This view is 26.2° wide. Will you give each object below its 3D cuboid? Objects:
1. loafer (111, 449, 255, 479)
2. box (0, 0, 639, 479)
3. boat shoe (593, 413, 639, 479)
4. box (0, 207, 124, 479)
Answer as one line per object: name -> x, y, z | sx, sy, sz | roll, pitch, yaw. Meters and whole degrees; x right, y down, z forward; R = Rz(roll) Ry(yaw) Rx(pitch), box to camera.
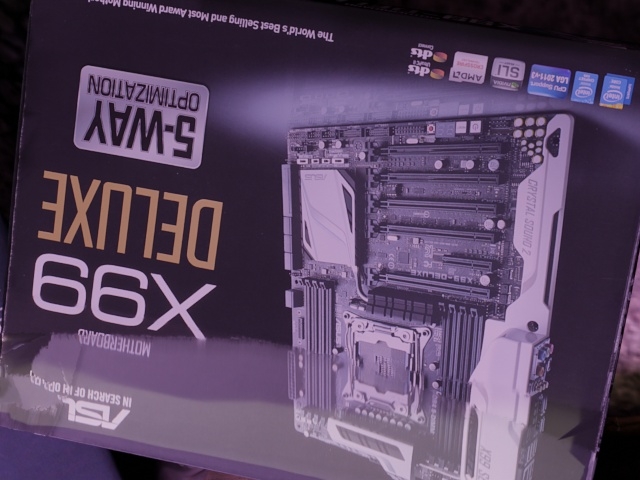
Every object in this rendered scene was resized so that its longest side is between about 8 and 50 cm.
loafer -> -0.056, 0.095, 0.923 | 0.130, 0.134, 0.366 | -12, 157, -22
box -> 0.000, 0.000, 0.693 | 0.307, 0.076, 0.242 | 11, 103, 8
boat shoe -> 0.159, 0.162, 0.885 | 0.324, 0.123, 0.116 | -15, 119, 31
box -> -0.305, 0.107, 0.848 | 0.212, 0.293, 0.395 | 46, 158, 52
